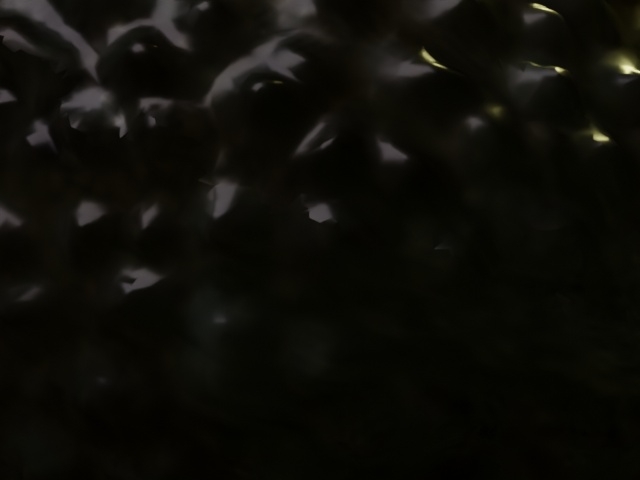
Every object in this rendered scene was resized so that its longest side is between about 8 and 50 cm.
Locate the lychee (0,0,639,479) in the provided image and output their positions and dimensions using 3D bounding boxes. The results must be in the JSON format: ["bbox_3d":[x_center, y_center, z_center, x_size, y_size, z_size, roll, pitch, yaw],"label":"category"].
[{"bbox_3d":[0.000,0.000,0.489,0.255,0.255,0.274,-35,38,-29],"label":"lychee"}]
